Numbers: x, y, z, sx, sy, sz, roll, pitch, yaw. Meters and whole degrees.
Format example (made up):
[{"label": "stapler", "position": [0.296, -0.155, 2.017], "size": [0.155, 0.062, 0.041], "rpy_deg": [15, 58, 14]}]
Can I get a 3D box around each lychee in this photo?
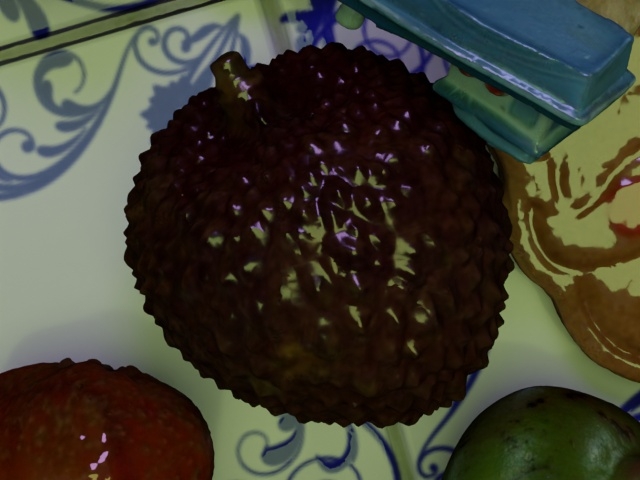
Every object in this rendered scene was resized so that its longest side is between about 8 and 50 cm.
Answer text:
[{"label": "lychee", "position": [0.000, 0.000, 1.075], "size": [0.276, 0.275, 0.304], "rpy_deg": [-31, 117, 1]}]

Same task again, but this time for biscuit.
[{"label": "biscuit", "position": [0.291, -0.092, 1.184], "size": [0.350, 0.078, 0.455], "rpy_deg": [-28, 97, 5]}]

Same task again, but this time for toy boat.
[{"label": "toy boat", "position": [0.086, -0.140, 1.004], "size": [0.238, 0.109, 0.098], "rpy_deg": [36, 136, 18]}]

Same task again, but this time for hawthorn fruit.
[{"label": "hawthorn fruit", "position": [-0.177, 0.214, 1.119], "size": [0.205, 0.205, 0.253], "rpy_deg": [5, 82, -3]}]

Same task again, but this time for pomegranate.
[{"label": "pomegranate", "position": [0.184, 0.181, 1.130], "size": [0.190, 0.241, 0.159], "rpy_deg": [10, 65, -10]}]

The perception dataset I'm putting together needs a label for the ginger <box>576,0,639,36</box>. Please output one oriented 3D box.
[{"label": "ginger", "position": [0.110, -0.307, 1.107], "size": [0.348, 0.122, 0.363], "rpy_deg": [24, 87, 11]}]
